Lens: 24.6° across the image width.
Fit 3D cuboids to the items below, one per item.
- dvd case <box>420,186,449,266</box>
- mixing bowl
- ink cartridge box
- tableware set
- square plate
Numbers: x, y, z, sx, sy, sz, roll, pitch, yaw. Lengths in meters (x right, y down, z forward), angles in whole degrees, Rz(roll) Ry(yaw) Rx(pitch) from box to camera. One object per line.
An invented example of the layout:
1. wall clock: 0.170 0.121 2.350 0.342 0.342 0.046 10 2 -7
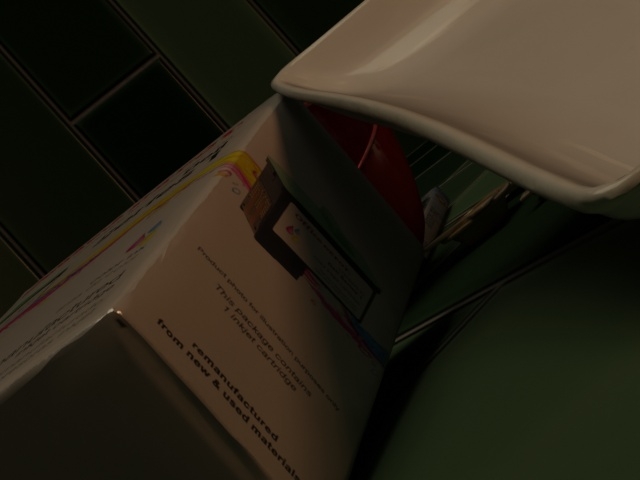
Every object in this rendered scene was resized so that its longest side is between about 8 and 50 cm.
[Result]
1. dvd case: 0.019 0.042 1.115 0.180 0.022 0.253 -42 2 14
2. mixing bowl: 0.000 0.000 0.946 0.181 0.098 0.181 -38 25 21
3. ink cartridge box: -0.079 0.066 0.637 0.201 0.117 0.278 -36 10 22
4. tableware set: 0.137 -0.052 0.886 0.141 0.020 0.169 -41 3 38
5. square plate: 0.164 -0.135 0.568 0.344 0.049 0.347 -38 20 -6
